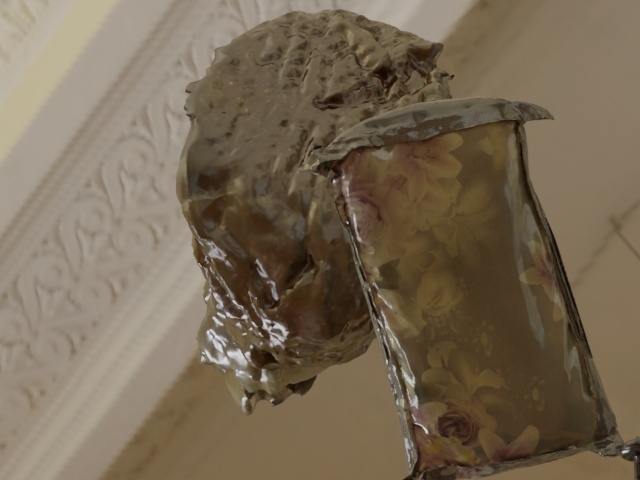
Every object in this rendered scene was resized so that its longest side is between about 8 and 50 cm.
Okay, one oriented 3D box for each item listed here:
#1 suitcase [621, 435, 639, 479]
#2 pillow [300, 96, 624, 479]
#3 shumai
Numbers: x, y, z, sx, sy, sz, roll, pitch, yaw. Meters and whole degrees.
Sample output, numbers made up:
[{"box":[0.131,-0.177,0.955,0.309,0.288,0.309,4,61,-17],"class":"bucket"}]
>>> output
[{"box":[0.484,0.338,1.748,0.339,0.345,0.188,-15,-33,30],"class":"suitcase"},{"box":[0.091,0.035,1.134,0.169,0.059,0.255,-14,-93,-11],"class":"pillow"},{"box":[0.001,0.003,1.418,0.217,0.346,0.283,-1,-47,0],"class":"shumai"}]
